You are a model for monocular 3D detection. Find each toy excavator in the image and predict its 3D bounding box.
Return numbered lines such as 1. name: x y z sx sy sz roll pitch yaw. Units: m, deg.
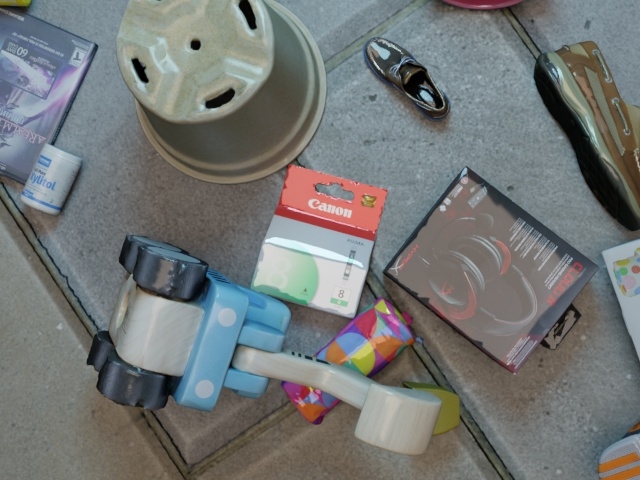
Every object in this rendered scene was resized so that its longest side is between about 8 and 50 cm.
1. toy excavator: -0.089 0.169 1.284 0.445 0.433 0.222 16 92 -21

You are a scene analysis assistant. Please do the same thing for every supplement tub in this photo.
1. supplement tub: -0.456 -0.103 1.445 0.071 0.071 0.107 24 91 4

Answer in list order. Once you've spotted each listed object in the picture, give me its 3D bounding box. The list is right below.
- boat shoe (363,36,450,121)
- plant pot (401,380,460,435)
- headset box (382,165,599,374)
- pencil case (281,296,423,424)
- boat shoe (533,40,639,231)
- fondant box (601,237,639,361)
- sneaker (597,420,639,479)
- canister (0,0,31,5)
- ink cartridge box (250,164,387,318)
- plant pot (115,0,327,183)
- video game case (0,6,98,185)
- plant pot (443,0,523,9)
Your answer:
1. boat shoe: 0.146 -0.276 1.411 0.183 0.066 0.066 41 91 4
2. plant pot: 0.181 0.274 1.390 0.083 0.081 0.081 1 88 -8
3. headset box: 0.279 0.056 1.370 0.293 0.110 0.218 39 91 4
4. pencil case: 0.050 0.195 1.389 0.236 0.104 0.104 -39 86 3
5. boat shoe: 0.464 -0.175 1.362 0.120 0.122 0.324 -27 88 0
6. fondant box: 0.632 0.076 1.298 0.330 0.096 0.238 -20 87 25
7. sneaker: 0.582 0.285 1.296 0.321 0.180 0.124 -24 85 29
8. canister: -0.580 -0.458 1.453 0.170 0.073 0.126 2 69 2
9. ink cartridge box: 0.000 0.000 1.421 0.181 0.056 0.224 15 91 4
10. plant pot: -0.166 -0.266 1.313 0.334 0.305 0.333 0 88 4
11. video game case: -0.530 -0.254 1.478 0.196 0.026 0.274 24 89 4
12. plant pot: 0.263 -0.498 1.358 0.201 0.201 0.180 4 73 4
